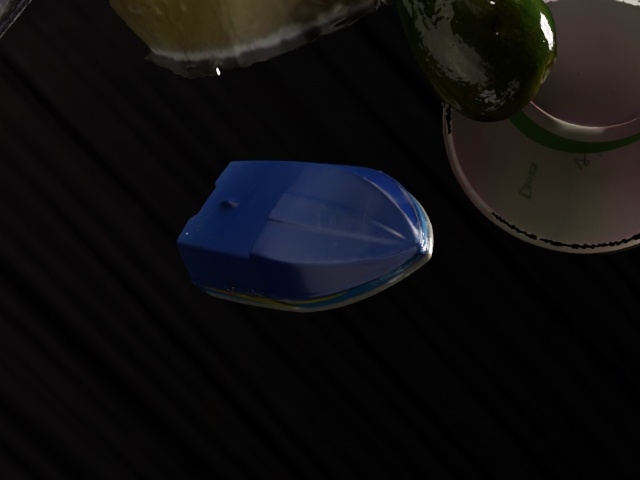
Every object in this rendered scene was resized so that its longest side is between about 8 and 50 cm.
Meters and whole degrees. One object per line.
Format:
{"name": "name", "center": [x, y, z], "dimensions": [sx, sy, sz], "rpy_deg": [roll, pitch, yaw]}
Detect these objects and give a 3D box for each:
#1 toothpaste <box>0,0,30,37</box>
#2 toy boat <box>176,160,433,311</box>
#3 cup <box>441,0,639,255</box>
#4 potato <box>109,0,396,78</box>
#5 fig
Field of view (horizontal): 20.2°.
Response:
{"name": "toothpaste", "center": [-0.195, -0.220, 1.182], "dimensions": [0.282, 0.068, 0.099], "rpy_deg": [-50, -148, 18]}
{"name": "toy boat", "center": [0.000, 0.000, 1.385], "dimensions": [0.129, 0.088, 0.295], "rpy_deg": [-57, -154, -14]}
{"name": "cup", "center": [0.259, -0.152, 1.708], "dimensions": [0.253, 0.253, 0.274], "rpy_deg": [-33, -167, 24]}
{"name": "potato", "center": [-0.020, -0.225, 0.951], "dimensions": [0.246, 0.196, 0.299], "rpy_deg": [-21, -160, 22]}
{"name": "fig", "center": [0.102, -0.173, 1.340], "dimensions": [0.117, 0.177, 0.117], "rpy_deg": [-39, -171, 7]}
